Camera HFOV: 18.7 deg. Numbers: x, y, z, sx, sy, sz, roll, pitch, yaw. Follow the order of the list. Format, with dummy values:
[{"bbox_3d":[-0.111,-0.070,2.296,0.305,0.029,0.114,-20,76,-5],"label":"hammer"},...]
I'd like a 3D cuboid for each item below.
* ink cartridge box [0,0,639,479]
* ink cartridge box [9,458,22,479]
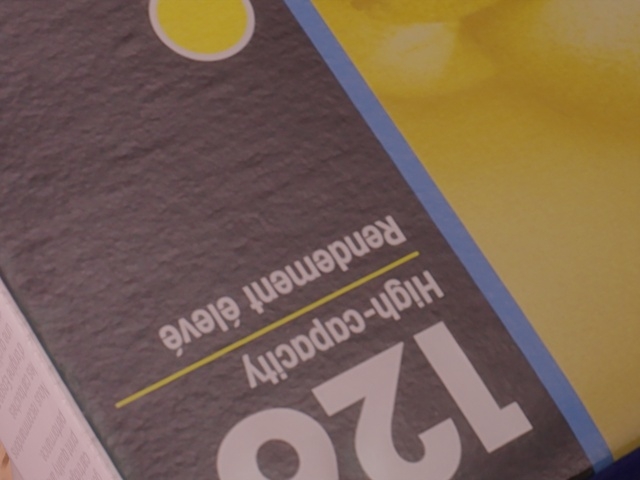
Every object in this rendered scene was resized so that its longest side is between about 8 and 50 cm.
[{"bbox_3d":[0.059,-0.004,0.523,0.304,0.072,0.307,-26,72,-28],"label":"ink cartridge box"},{"bbox_3d":[0.000,0.000,0.608,0.197,0.114,0.273,-4,65,-20],"label":"ink cartridge box"}]
